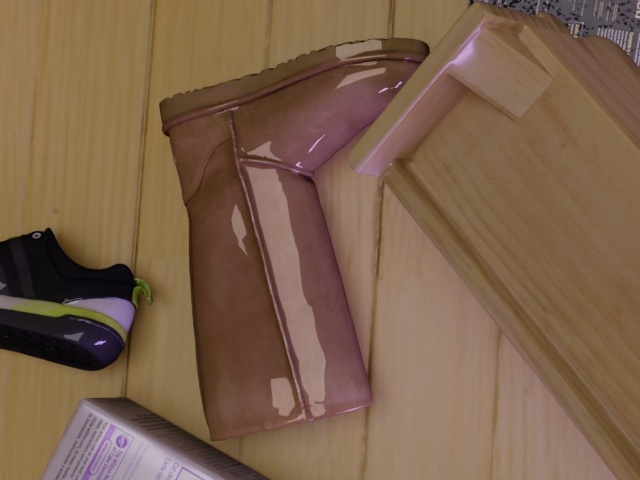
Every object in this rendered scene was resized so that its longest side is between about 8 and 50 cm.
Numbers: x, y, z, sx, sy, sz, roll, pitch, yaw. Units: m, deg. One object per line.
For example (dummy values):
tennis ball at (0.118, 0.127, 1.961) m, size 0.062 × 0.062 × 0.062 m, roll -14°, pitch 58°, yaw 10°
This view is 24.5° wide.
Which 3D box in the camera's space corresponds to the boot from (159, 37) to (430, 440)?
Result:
boot at (0.000, 0.000, 1.132) m, size 0.236 × 0.089 × 0.270 m, roll -15°, pitch 81°, yaw 21°

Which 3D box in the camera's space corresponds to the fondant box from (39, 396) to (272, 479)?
fondant box at (-0.084, 0.299, 1.112) m, size 0.330 × 0.096 × 0.238 m, roll 28°, pitch 91°, yaw 14°

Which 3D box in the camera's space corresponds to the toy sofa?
toy sofa at (0.200, 0.021, 0.949) m, size 0.150 × 0.177 × 0.362 m, roll -51°, pitch 61°, yaw 27°

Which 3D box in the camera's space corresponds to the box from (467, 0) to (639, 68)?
box at (0.182, -0.139, 1.105) m, size 0.147 × 0.077 × 0.180 m, roll 9°, pitch 87°, yaw 14°

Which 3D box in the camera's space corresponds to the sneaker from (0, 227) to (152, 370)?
sneaker at (-0.248, 0.034, 1.196) m, size 0.234 × 0.084 × 0.097 m, roll 16°, pitch 64°, yaw 12°
